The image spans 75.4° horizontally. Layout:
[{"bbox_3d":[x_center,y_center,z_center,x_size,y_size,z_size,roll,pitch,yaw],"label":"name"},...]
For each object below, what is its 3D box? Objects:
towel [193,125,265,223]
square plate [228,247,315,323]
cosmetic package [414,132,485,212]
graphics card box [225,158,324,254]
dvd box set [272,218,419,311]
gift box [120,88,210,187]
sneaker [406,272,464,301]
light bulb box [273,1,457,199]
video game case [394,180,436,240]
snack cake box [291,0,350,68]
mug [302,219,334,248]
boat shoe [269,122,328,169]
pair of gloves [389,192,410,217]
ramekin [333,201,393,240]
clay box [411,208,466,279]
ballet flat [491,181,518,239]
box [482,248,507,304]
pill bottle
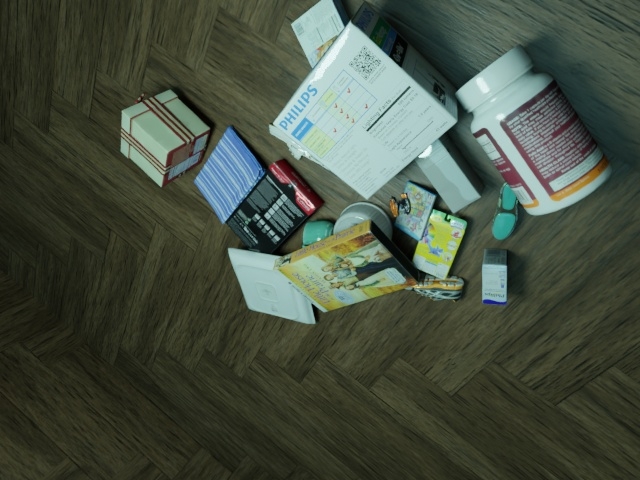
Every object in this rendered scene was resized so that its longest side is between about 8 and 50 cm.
[{"bbox_3d":[-0.373,-0.254,1.650,0.243,0.040,0.336,53,125,10],"label":"towel"},{"bbox_3d":[-0.206,0.199,1.701,0.346,0.049,0.344,9,128,26],"label":"square plate"},{"bbox_3d":[0.383,-0.215,1.248,0.107,0.127,0.238,-38,93,35],"label":"cosmetic package"},{"bbox_3d":[-0.186,-0.107,1.607,0.233,0.094,0.371,47,123,1],"label":"graphics card box"},{"bbox_3d":[0.085,0.107,1.449,0.420,0.062,0.307,-22,129,33],"label":"dvd box set"},{"bbox_3d":[-0.600,-0.405,1.604,0.258,0.276,0.255,42,137,1],"label":"gift box"},{"bbox_3d":[0.386,0.169,1.443,0.214,0.084,0.083,4,121,26],"label":"sneaker"},{"bbox_3d":[0.128,-0.378,1.169,0.361,0.225,0.358,37,130,-16],"label":"light bulb box"},{"bbox_3d":[0.311,-0.098,1.371,0.119,0.015,0.167,39,128,40],"label":"video game case"},{"bbox_3d":[0.043,-0.587,1.282,0.152,0.089,0.265,-21,101,31],"label":"snack cake box"},{"bbox_3d":[0.004,0.001,1.520,0.097,0.158,0.129,-2,146,24],"label":"mug"},{"bbox_3d":[-0.068,-0.326,1.447,0.277,0.098,0.096,28,121,12],"label":"boat shoe"},{"bbox_3d":[0.268,-0.119,1.399,0.083,0.010,0.074,-11,94,52],"label":"pair of gloves"},{"bbox_3d":[0.143,-0.025,1.464,0.207,0.109,0.207,11,116,23],"label":"ramekin"},{"bbox_3d":[0.396,0.008,1.381,0.127,0.053,0.222,23,119,19],"label":"clay box"},{"bbox_3d":[0.562,-0.095,1.247,0.070,0.070,0.189,15,122,21],"label":"ballet flat"},{"bbox_3d":[0.551,0.113,1.305,0.072,0.126,0.137,2,113,25],"label":"box"},{"bbox_3d":[0.541,-0.283,1.079,0.224,0.224,0.392,-34,94,34],"label":"pill bottle"}]
